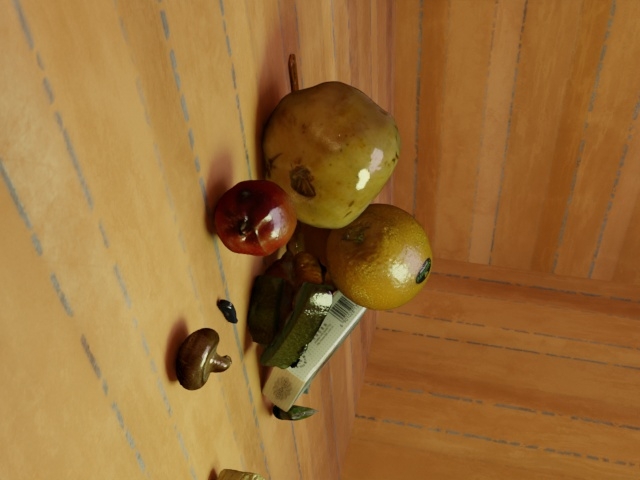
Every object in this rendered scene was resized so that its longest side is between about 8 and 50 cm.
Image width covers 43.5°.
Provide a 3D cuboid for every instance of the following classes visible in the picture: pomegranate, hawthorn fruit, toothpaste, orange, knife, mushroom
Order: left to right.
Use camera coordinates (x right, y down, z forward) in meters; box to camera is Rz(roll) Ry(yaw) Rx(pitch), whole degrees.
[{"bbox_3d":[-0.220,0.215,1.459,0.109,0.085,0.126,-22,139,-44],"label":"mushroom"},{"bbox_3d":[-0.192,0.154,1.689,0.121,0.031,0.018,86,15,-63],"label":"knife"},{"bbox_3d":[-0.130,-0.038,1.539,0.194,0.156,0.157,-52,148,-75],"label":"hawthorn fruit"},{"bbox_3d":[-0.078,0.459,2.147,0.248,0.078,0.047,156,-75,-69],"label":"toothpaste"},{"bbox_3d":[0.024,-0.194,1.819,0.332,0.332,0.333,8,90,-78],"label":"pomegranate"},{"bbox_3d":[0.140,0.038,1.959,0.274,0.274,0.274,8,90,-78],"label":"orange"}]

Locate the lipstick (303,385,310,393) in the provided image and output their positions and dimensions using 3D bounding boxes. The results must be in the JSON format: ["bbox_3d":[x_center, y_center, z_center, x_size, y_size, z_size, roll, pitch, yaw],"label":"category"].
[{"bbox_3d":[-0.035,0.307,2.440,0.068,0.066,0.317,79,22,-54],"label":"lipstick"}]

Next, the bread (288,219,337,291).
[{"bbox_3d":[0.000,0.000,2.157,0.156,0.204,0.288,-33,131,-44],"label":"bread"}]

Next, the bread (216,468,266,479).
[{"bbox_3d":[-0.173,0.604,1.792,0.236,0.139,0.106,80,24,-48],"label":"bread"}]

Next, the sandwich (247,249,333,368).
[{"bbox_3d":[-0.085,0.126,1.912,0.250,0.162,0.301,-54,-159,28],"label":"sandwich"}]

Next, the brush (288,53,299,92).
[{"bbox_3d":[-0.058,-0.342,2.046,0.314,0.017,0.090,84,15,-47],"label":"brush"}]

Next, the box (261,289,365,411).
[{"bbox_3d":[-0.005,0.270,2.091,0.330,0.095,0.210,-49,170,-34],"label":"box"}]
